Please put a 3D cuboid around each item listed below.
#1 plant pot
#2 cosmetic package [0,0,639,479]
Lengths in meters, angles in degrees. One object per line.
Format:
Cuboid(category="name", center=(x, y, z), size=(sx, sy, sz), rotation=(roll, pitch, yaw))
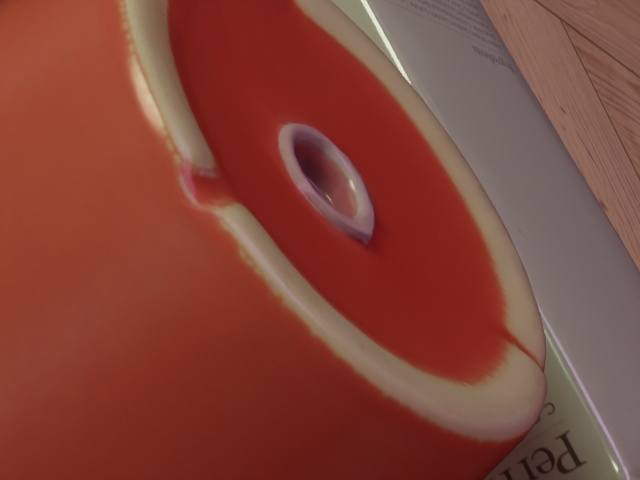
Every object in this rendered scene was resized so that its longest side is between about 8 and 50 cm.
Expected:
Cuboid(category="plant pot", center=(-0.078, 0.044, 0.631), size=(0.275, 0.243, 0.275), rotation=(41, 26, -26))
Cuboid(category="cosmetic package", center=(0.000, 0.000, 0.881), size=(0.156, 0.217, 0.385), rotation=(15, 41, -56))
